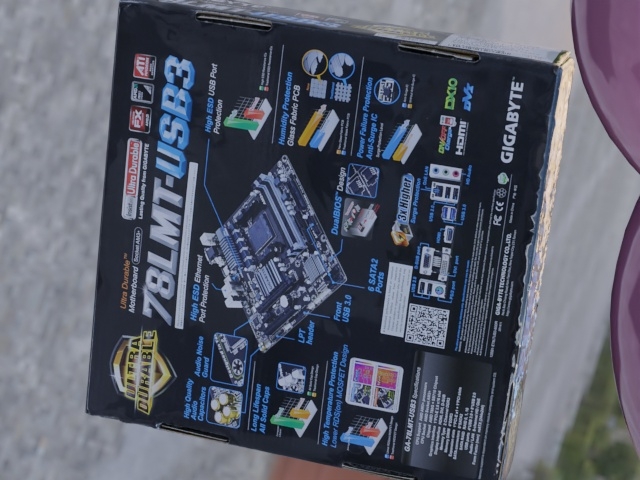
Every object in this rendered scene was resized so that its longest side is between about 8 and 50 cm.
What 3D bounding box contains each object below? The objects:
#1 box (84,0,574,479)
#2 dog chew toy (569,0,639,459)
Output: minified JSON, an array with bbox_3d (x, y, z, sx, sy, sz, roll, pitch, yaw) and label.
[{"bbox_3d":[0.000,0.000,1.201,0.073,0.293,0.295,-38,136,-70],"label":"box"},{"bbox_3d":[0.161,0.030,0.414,0.331,0.207,0.206,62,29,-19],"label":"dog chew toy"}]
